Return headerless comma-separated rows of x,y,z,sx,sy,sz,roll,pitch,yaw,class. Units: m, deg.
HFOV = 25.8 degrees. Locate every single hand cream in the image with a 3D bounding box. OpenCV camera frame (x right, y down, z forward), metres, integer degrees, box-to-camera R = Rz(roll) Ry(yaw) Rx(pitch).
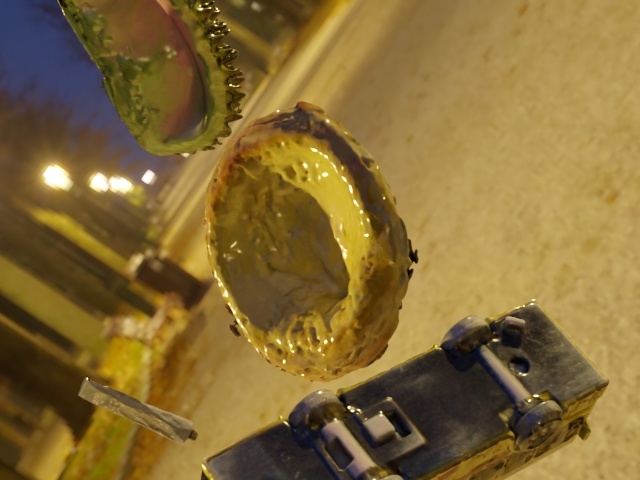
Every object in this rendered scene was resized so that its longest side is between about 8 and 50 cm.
-0.132,0.125,1.009,0.030,0.093,0.019,-47,23,55,hand cream

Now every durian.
-0.124,-0.166,1.034,0.137,0.220,0.095,-10,45,27,durian

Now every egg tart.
0.000,0.000,1.555,0.120,0.315,0.315,-14,-28,-46,egg tart

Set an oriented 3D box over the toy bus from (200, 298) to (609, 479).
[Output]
0.049,0.110,0.749,0.226,0.081,0.074,-24,-34,-28,toy bus
